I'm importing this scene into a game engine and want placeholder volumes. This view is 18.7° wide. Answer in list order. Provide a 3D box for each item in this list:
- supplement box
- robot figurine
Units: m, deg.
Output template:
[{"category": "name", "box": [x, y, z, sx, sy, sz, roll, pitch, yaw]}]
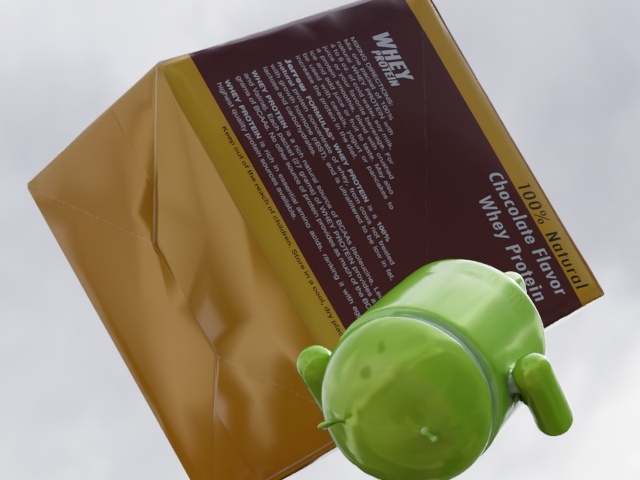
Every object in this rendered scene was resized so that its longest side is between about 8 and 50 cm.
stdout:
[{"category": "supplement box", "box": [0.000, 0.000, 0.969, 0.194, 0.191, 0.129, -24, -8, -45]}, {"category": "robot figurine", "box": [0.043, 0.048, 0.721, 0.115, 0.101, 0.067, -38, -54, -58]}]
